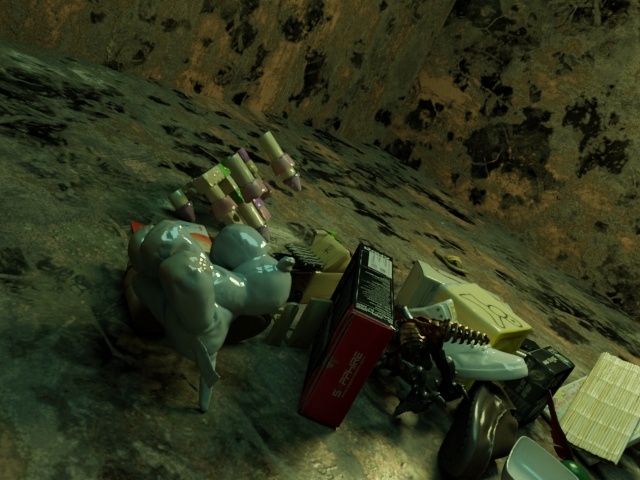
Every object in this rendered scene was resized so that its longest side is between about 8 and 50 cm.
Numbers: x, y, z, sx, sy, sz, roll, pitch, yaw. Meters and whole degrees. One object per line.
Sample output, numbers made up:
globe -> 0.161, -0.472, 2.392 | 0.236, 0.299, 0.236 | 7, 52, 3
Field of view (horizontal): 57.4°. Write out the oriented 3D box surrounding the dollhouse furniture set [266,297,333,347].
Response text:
dollhouse furniture set -> -0.089, 0.132, 1.262 | 0.144, 0.123, 0.151 | 12, 24, -36

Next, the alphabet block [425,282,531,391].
alphabet block -> 0.375, 0.240, 1.487 | 0.192, 0.193, 0.197 | 3, 31, -45

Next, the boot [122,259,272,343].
boot -> -0.250, 0.098, 1.177 | 0.283, 0.109, 0.220 | 4, 32, -23

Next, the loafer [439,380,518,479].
loafer -> 0.344, 0.377, 1.183 | 0.130, 0.134, 0.366 | 33, 20, 15

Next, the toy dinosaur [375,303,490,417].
toy dinosaur -> 0.199, 0.234, 1.201 | 0.164, 0.218, 0.322 | -9, -11, -18

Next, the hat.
hat -> 0.511, 0.449, 1.142 | 0.208, 0.183, 0.173 | 25, 20, -7

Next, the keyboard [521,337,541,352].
keyboard -> 0.630, 0.323, 1.869 | 0.180, 0.023, 0.108 | 23, 13, -10

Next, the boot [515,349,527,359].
boot -> 0.536, 0.305, 1.562 | 0.208, 0.189, 0.076 | 32, 35, 24

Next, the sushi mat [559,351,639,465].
sushi mat -> 0.715, 0.409, 1.456 | 0.151, 0.019, 0.316 | 20, 46, 38

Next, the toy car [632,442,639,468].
toy car -> 0.827, 0.493, 1.517 | 0.149, 0.155, 0.188 | 26, 33, -26

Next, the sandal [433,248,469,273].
sandal -> 0.521, 0.075, 2.316 | 0.072, 0.049, 0.180 | 10, 26, -41

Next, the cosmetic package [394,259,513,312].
cosmetic package -> 0.382, 0.193, 1.686 | 0.296, 0.153, 0.129 | 25, 18, -9

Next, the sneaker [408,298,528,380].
sneaker -> 0.311, 0.217, 1.308 | 0.292, 0.169, 0.108 | 1, -2, 26

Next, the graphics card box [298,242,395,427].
graphics card box -> 0.061, 0.173, 1.190 | 0.094, 0.233, 0.371 | 25, 19, -3

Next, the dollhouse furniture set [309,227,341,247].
dollhouse furniture set -> 0.000, 0.000, 1.806 | 0.058, 0.076, 0.152 | 25, 13, 34

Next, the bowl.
bowl -> 0.398, 0.447, 1.073 | 0.142, 0.053, 0.142 | 38, 29, 19

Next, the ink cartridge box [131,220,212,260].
ink cartridge box -> -0.351, -0.008, 1.401 | 0.179, 0.045, 0.145 | 18, 21, -32

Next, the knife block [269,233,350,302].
knife block -> -0.035, 0.110, 1.484 | 0.088, 0.242, 0.275 | 43, -20, 37

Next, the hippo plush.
hippo plush -> -0.154, 0.065, 0.970 | 0.236, 0.234, 0.294 | -24, 65, -31

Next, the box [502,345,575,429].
box -> 0.504, 0.350, 1.391 | 0.147, 0.180, 0.077 | 3, 30, -50

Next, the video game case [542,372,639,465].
video game case -> 0.696, 0.433, 1.467 | 0.227, 0.026, 0.206 | -21, 35, -10

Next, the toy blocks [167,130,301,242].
toy blocks -> -0.218, -0.100, 1.626 | 0.260, 0.309, 0.288 | 57, 28, -13
